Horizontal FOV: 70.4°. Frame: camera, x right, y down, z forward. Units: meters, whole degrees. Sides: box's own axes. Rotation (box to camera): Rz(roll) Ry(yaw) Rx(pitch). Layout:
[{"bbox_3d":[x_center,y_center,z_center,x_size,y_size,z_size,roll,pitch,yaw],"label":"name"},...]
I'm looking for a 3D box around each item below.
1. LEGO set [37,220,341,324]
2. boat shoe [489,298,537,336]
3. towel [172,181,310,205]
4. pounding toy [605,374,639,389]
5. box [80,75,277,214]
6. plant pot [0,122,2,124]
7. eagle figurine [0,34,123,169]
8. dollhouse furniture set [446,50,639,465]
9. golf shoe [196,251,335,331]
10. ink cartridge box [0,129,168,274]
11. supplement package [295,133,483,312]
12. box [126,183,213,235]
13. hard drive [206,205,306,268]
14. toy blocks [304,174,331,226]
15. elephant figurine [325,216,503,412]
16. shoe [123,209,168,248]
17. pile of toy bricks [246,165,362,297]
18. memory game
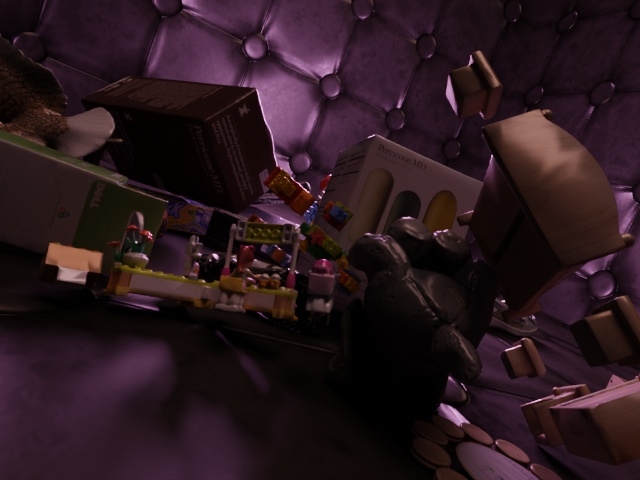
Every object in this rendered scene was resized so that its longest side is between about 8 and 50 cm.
[{"bbox_3d":[-0.122,0.017,0.476,0.287,0.107,0.132,9,-11,-3],"label":"LEGO set"},{"bbox_3d":[0.512,0.196,1.290,0.320,0.103,0.118,19,8,-27],"label":"boat shoe"},{"bbox_3d":[-0.189,-0.104,1.118,0.312,0.056,0.324,-1,2,-6],"label":"towel"},{"bbox_3d":[0.550,0.281,0.762,0.141,0.100,0.130,24,7,8],"label":"pounding toy"},{"bbox_3d":[-0.276,-0.199,0.893,0.381,0.191,0.143,16,46,32],"label":"box"},{"bbox_3d":[-0.685,-0.243,0.961,0.081,0.083,0.081,23,6,7],"label":"plant pot"},{"bbox_3d":[-0.486,-0.176,0.697,0.298,0.225,0.226,31,11,-39],"label":"eagle figurine"},{"bbox_3d":[0.270,0.017,0.481,0.174,0.355,0.303,-19,-23,2],"label":"dollhouse furniture set"},{"bbox_3d":[-0.074,0.058,0.612,0.198,0.077,0.094,23,7,-7],"label":"golf shoe"},{"bbox_3d":[-0.292,-0.039,0.522,0.209,0.109,0.062,20,8,-16],"label":"ink cartridge box"},{"bbox_3d":[0.099,-0.005,0.765,0.199,0.262,0.198,21,-1,-13],"label":"supplement package"},{"bbox_3d":[-0.293,-0.057,0.865,0.054,0.059,0.169,25,7,39],"label":"box"},{"bbox_3d":[-0.114,-0.015,1.109,0.237,0.064,0.339,23,6,5],"label":"hard drive"},{"bbox_3d":[0.082,-0.038,1.186,0.261,0.190,0.381,24,29,-34],"label":"toy blocks"},{"bbox_3d":[0.083,0.109,0.508,0.169,0.239,0.186,42,41,22],"label":"elephant figurine"},{"bbox_3d":[-0.269,-0.028,0.699,0.081,0.063,0.178,10,9,-40],"label":"shoe"},{"bbox_3d":[0.000,0.000,0.592,0.212,0.118,0.105,40,-4,-7],"label":"pile of toy bricks"},{"bbox_3d":[0.165,0.218,0.408,0.186,0.012,0.186,22,6,-2],"label":"memory game"}]
